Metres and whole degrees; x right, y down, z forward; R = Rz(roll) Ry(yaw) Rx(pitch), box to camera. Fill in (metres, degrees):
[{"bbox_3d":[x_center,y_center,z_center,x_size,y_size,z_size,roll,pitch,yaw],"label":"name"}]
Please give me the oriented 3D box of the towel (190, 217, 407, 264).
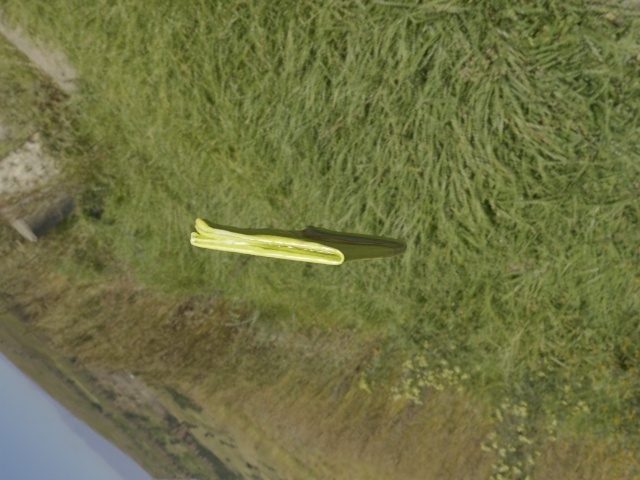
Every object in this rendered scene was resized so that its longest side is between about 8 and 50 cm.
[{"bbox_3d":[0.000,0.000,0.476,0.102,0.021,0.237,6,-178,16],"label":"towel"}]
